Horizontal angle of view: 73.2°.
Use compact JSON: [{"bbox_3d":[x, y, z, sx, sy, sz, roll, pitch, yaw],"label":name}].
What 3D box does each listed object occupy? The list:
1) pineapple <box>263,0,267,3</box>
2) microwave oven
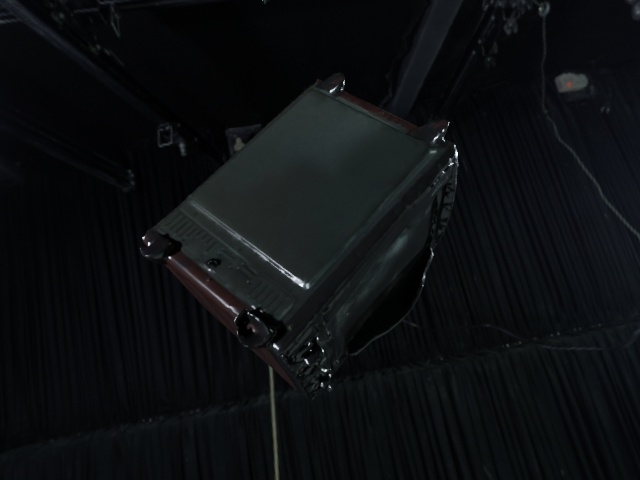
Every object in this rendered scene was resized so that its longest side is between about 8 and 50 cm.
[{"bbox_3d":[-0.060,-0.427,0.640,0.128,0.128,0.248,-9,17,-12],"label":"pineapple"},{"bbox_3d":[-0.001,0.000,0.417,0.247,0.188,0.178,-47,-28,-18],"label":"microwave oven"}]
